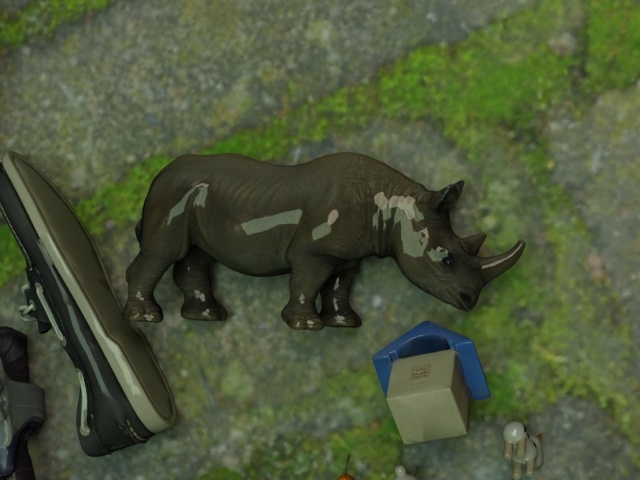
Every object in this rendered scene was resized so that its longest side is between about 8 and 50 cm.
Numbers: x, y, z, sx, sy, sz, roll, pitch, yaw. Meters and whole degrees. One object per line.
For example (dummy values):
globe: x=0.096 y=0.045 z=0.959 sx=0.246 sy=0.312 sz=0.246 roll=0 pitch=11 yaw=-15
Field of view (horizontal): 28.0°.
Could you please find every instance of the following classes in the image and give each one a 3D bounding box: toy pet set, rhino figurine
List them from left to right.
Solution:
rhino figurine: x=0.000 y=0.000 z=0.772 sx=0.243 sy=0.073 sz=0.106 roll=1 pitch=90 yaw=14
toy pet set: x=0.067 y=0.113 z=0.765 sx=0.122 sy=0.065 sz=0.114 roll=-12 pitch=119 yaw=18

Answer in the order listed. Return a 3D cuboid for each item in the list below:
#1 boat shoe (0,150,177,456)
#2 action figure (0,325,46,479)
boat shoe: x=-0.167 y=0.041 z=0.815 sx=0.065 sy=0.075 sz=0.206 roll=-31 pitch=84 yaw=9
action figure: x=-0.203 y=0.205 z=0.805 sx=0.185 sy=0.099 sz=0.285 roll=-21 pitch=85 yaw=5
